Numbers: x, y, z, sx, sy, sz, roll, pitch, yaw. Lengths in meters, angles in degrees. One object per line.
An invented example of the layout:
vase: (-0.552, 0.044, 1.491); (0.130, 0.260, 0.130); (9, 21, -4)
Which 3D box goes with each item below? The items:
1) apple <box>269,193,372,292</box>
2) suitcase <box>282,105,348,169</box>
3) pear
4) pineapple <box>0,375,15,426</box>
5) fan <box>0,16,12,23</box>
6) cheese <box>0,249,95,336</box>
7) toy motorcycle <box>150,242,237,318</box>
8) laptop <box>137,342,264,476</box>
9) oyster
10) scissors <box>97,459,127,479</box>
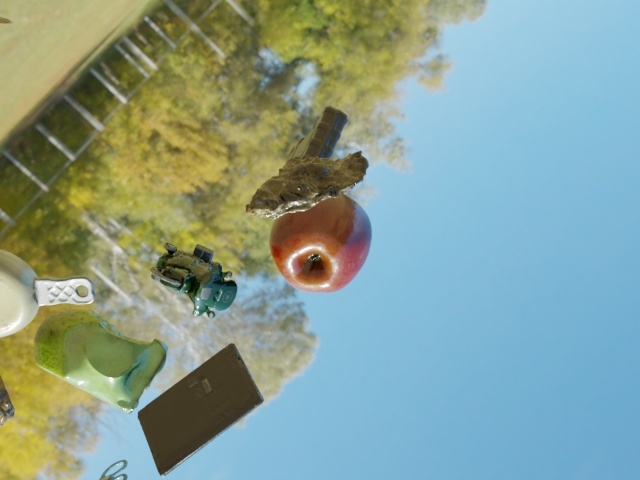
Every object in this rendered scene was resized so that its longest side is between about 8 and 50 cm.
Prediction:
apple: (0.000, 0.000, 1.927); (0.218, 0.218, 0.201); (-37, -163, 27)
suitcase: (-0.037, -0.202, 2.293); (0.285, 0.066, 0.206); (-42, -159, 59)
pear: (-0.496, 0.256, 2.003); (0.176, 0.282, 0.286); (-65, -174, -17)
pineapple: (-0.673, 0.315, 1.573); (0.248, 0.128, 0.128); (-24, -175, -30)
fan: (-0.768, -0.506, 2.053); (0.133, 0.005, 0.085); (6, -178, 24)
cheese: (-0.509, 0.069, 1.485); (0.249, 0.163, 0.071); (-21, -160, 12)
toy motorcycle: (-0.270, 0.078, 1.946); (0.274, 0.187, 0.124); (-109, -137, -80)
laptop: (-0.175, 0.239, 1.280); (0.180, 0.016, 0.129); (-38, -137, 1)
oyster: (-0.020, -0.076, 1.197); (0.177, 0.056, 0.105); (-25, -149, -1)
scissors: (-0.291, 0.314, 1.112); (0.119, 0.014, 0.058); (-31, -157, -1)
